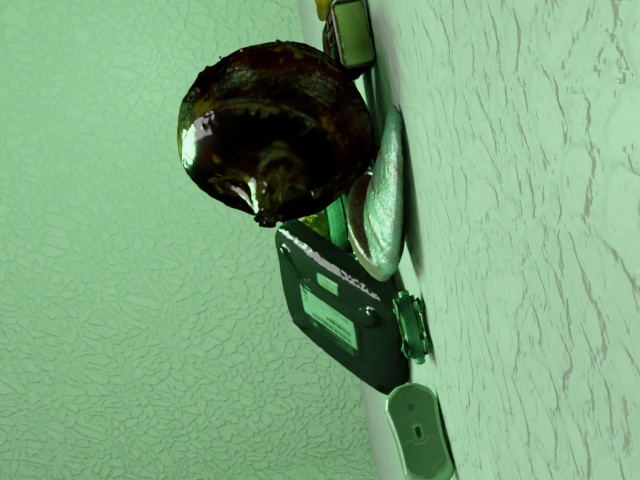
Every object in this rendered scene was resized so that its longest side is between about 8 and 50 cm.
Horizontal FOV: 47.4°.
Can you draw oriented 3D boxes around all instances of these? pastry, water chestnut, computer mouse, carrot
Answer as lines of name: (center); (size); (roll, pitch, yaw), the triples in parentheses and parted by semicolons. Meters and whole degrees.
pastry: (0.000, 0.000, 1.805); (0.154, 0.102, 0.250); (58, -150, -15)
water chestnut: (-0.074, -0.158, 1.227); (0.351, 0.350, 0.302); (82, -165, -55)
computer mouse: (0.165, 0.326, 1.190); (0.056, 0.089, 0.182); (62, -168, -59)
carrot: (0.007, -0.580, 1.806); (0.248, 0.043, 0.043); (-90, -10, -86)

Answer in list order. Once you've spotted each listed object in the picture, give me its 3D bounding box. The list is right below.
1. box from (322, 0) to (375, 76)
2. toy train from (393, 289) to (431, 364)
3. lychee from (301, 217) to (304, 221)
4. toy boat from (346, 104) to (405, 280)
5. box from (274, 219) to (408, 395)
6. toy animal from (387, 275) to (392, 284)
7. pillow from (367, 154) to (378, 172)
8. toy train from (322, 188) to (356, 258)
box: (0.048, -0.353, 1.300); (0.224, 0.068, 0.120); (-121, 21, -82)
toy train: (0.150, 0.142, 1.193); (0.081, 0.050, 0.122); (41, -143, -81)
lychee: (0.030, -0.016, 2.155); (0.194, 0.194, 0.195); (170, 90, -89)
toy boat: (0.104, -0.073, 1.140); (0.282, 0.096, 0.206); (101, 166, -49)
box: (0.043, 0.143, 1.563); (0.359, 0.091, 0.350); (34, 150, 33)
toy animal: (0.109, 0.075, 1.564); (0.091, 0.081, 0.114); (86, 174, -46)
pillow: (0.053, -0.222, 1.406); (0.208, 0.055, 0.141); (62, 180, -11)
toy train: (0.076, -0.043, 1.720); (0.189, 0.126, 0.308); (29, -143, -39)
